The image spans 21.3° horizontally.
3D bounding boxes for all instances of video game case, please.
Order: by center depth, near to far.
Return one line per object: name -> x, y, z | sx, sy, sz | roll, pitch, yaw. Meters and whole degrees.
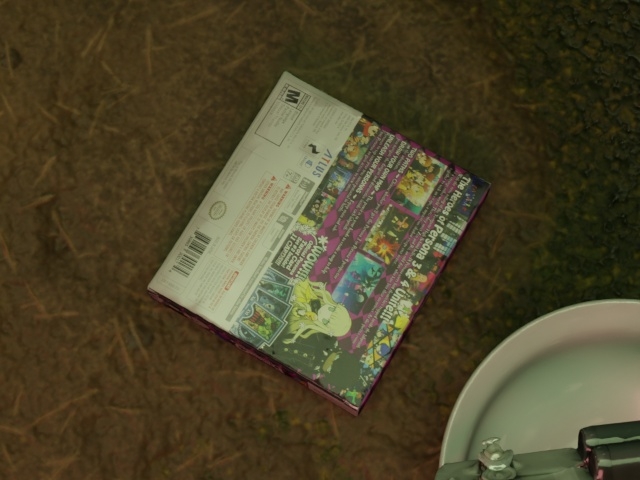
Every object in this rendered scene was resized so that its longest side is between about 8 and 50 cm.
video game case -> 0.000, 0.000, 1.461 | 0.210, 0.042, 0.232 | 29, 76, 8

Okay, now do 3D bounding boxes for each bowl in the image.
bowl -> 0.238, 0.205, 1.355 | 0.298, 0.134, 0.297 | 0, 74, 1

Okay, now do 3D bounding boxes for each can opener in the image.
can opener -> 0.219, 0.179, 1.267 | 0.280, 0.074, 0.093 | -11, 108, -1
